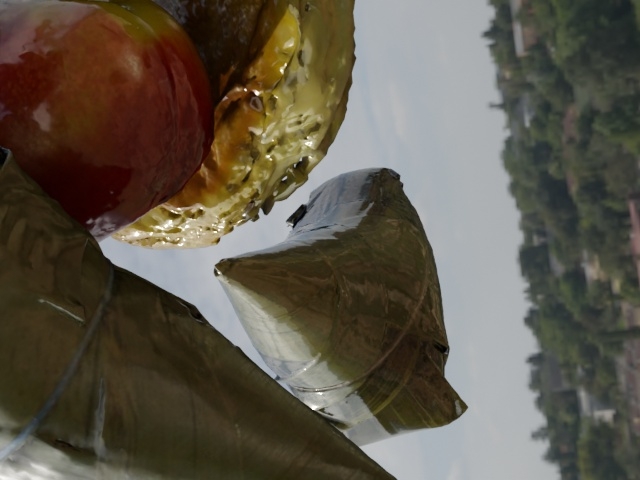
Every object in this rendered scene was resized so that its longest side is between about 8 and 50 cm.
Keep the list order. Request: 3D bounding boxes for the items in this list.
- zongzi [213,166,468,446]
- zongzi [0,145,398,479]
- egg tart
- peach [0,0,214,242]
[{"bbox_3d":[0.000,0.000,0.950,0.317,0.154,0.289,51,-156,-45],"label":"zongzi"},{"bbox_3d":[-0.159,0.127,0.660,0.323,0.361,0.160,-48,16,47],"label":"zongzi"},{"bbox_3d":[-0.116,-0.167,0.800,0.150,0.352,0.351,-27,-69,-59],"label":"egg tart"},{"bbox_3d":[-0.164,-0.070,0.707,0.190,0.190,0.192,-72,-11,-65],"label":"peach"}]
